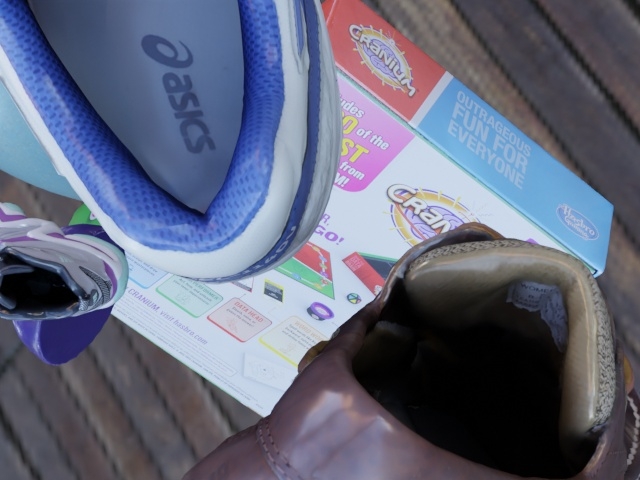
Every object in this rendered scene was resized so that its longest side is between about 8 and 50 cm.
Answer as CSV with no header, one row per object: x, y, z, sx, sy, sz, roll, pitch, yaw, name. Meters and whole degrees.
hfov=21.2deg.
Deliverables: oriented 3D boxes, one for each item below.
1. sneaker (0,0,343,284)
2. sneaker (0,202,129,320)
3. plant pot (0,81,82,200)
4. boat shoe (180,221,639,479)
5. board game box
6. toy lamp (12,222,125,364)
-0.066,-0.128,0.470,0.112,0.131,0.296,-26,95,2,sneaker
-0.136,0.009,0.719,0.098,0.069,0.038,12,104,13,sneaker
-0.153,-0.139,1.311,0.290,0.290,0.195,-26,109,44,plant pot
0.057,0.060,0.558,0.123,0.342,0.123,38,108,20,boat shoe
0.000,0.000,1.156,0.242,0.064,0.316,37,135,-20,board game box
-0.228,-0.022,0.850,0.275,0.080,0.080,25,115,20,toy lamp
